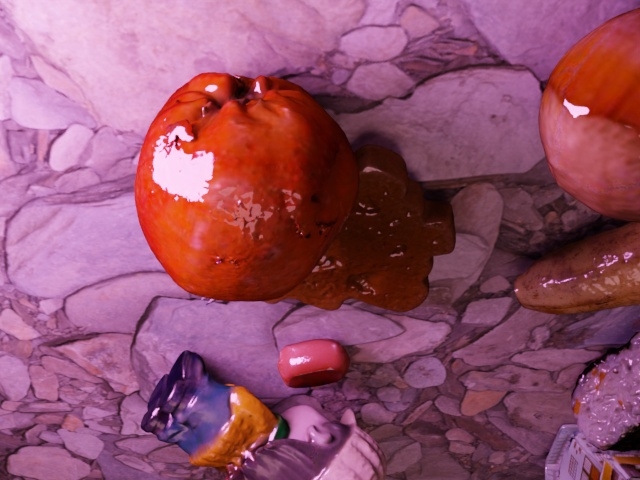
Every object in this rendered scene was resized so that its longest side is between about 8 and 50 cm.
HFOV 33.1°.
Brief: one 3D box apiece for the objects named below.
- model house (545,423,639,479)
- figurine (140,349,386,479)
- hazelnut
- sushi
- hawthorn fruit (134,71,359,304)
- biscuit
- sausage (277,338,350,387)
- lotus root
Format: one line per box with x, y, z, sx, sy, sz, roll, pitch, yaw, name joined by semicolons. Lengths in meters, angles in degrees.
0.471;0.375;1.573;0.224;0.215;0.198;2;107;-10;model house
-0.069;0.286;1.411;0.332;0.204;0.185;19;136;-26;figurine
0.307;-0.117;1.011;0.214;0.176;0.214;-25;141;-22;hazelnut
0.436;0.199;1.425;0.126;0.136;0.225;12;144;-16;sushi
-0.079;-0.027;1.042;0.211;0.211;0.299;5;135;-12;hawthorn fruit
0.000;-0.001;1.206;0.302;0.043;0.278;-7;142;3;biscuit
-0.009;0.154;1.378;0.094;0.054;0.059;-11;139;5;sausage
0.355;0.031;1.249;0.259;0.097;0.110;-22;140;24;lotus root
